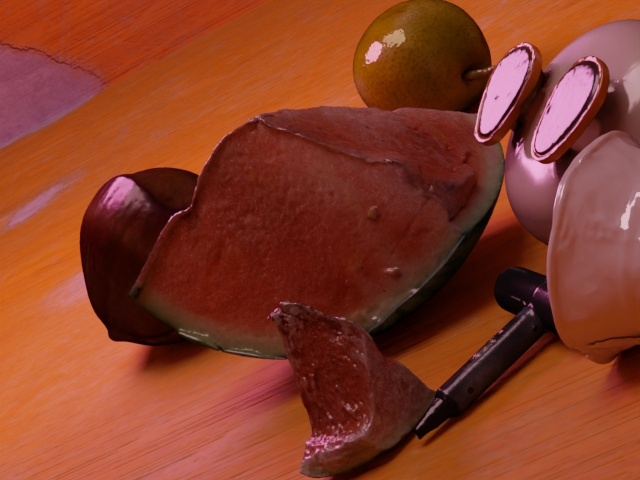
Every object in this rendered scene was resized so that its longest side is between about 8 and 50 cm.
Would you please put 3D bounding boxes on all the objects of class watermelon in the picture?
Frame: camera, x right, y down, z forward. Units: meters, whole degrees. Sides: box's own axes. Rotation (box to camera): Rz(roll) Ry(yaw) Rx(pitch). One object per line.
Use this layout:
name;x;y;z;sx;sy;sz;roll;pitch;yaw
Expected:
watermelon;0.028;0.017;1.971;0.222;0.319;0.292;50;123;45
watermelon;0.037;0.119;1.753;0.098;0.158;0.121;-18;-6;40

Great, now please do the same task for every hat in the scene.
hat;0.281;0.008;1.590;0.126;0.203;0.203;2;34;37

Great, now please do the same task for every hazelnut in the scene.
hazelnut;-0.185;0.024;2.318;0.229;0.229;0.229;-29;17;9

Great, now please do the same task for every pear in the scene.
pear;0.144;-0.216;2.498;0.216;0.166;0.180;19;36;42

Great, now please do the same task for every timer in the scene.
timer;0.291;-0.085;1.839;0.233;0.240;0.233;-44;31;35

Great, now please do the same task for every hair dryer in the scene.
hair dryer;0.147;0.101;1.751;0.195;0.050;0.173;-37;14;-7
